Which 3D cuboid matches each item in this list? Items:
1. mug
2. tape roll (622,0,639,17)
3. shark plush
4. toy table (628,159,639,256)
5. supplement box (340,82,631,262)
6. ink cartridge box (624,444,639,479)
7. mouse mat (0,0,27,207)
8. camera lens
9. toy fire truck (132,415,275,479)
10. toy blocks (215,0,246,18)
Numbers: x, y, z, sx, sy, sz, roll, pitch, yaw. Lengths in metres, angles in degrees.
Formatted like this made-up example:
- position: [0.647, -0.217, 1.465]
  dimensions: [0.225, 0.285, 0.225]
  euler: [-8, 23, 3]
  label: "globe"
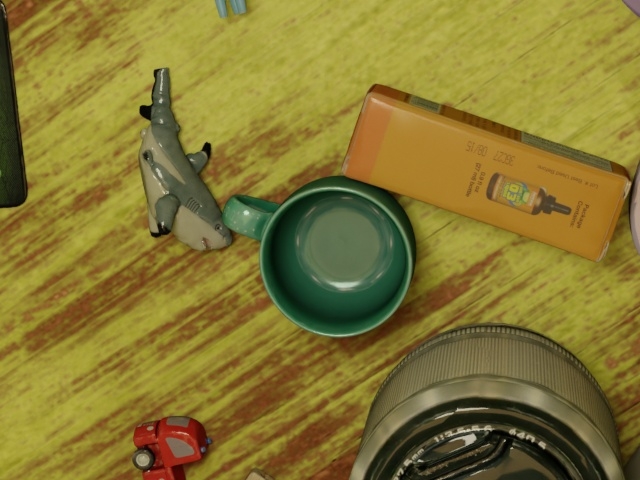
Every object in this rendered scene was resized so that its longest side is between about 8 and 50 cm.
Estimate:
- position: [0.010, -0.001, 1.652]
  dimensions: [0.129, 0.097, 0.158]
  euler: [-33, 95, 11]
  label: "mug"
- position: [0.318, -0.259, 1.580]
  dimensions: [0.189, 0.080, 0.189]
  euler: [1, 100, 5]
  label: "tape roll"
- position: [-0.125, -0.068, 1.692]
  dimensions: [0.067, 0.073, 0.161]
  euler: [-12, 78, -11]
  label: "shark plush"
- position: [0.377, -0.057, 1.569]
  dimensions: [0.252, 0.161, 0.274]
  euler: [35, 102, -3]
  label: "toy table"
- position: [0.140, -0.059, 1.638]
  dimensions: [0.233, 0.080, 0.078]
  euler: [20, 103, 4]
  label: "supplement box"
- position: [0.330, 0.294, 1.662]
  dimensions: [0.211, 0.121, 0.289]
  euler: [31, 102, -1]
  label: "ink cartridge box"
- position: [-0.342, -0.118, 1.713]
  dimensions: [0.152, 0.007, 0.190]
  euler: [-4, 101, 7]
  label: "mouse mat"
- position: [0.138, 0.192, 1.584]
  dimensions: [0.219, 0.274, 0.219]
  euler: [1, 101, 6]
  label: "camera lens"
- position: [-0.083, 0.243, 1.734]
  dimensions: [0.135, 0.047, 0.192]
  euler: [-12, 98, 8]
  label: "toy fire truck"
- position: [-0.056, -0.270, 1.629]
  dimensions: [0.123, 0.054, 0.148]
  euler: [-12, 99, 9]
  label: "toy blocks"
